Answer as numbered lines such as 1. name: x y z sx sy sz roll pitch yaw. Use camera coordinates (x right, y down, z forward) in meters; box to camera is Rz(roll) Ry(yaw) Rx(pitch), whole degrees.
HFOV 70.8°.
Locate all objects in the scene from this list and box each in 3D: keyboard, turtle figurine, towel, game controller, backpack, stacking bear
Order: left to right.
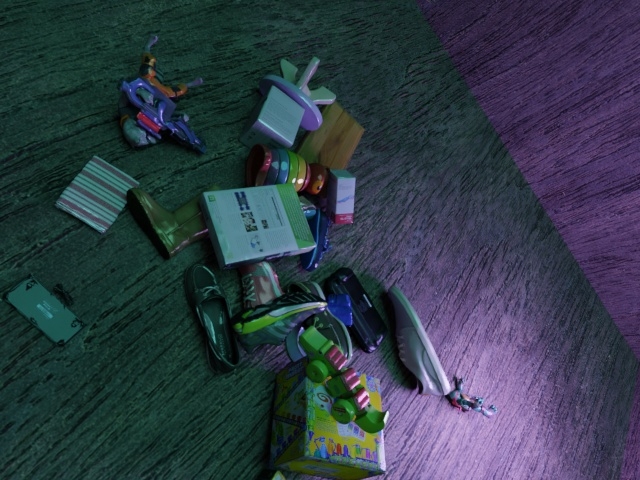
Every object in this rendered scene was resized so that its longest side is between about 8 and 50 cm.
1. keyboard: -0.656 0.161 1.095 0.180 0.023 0.108 48 56 -13
2. towel: -0.612 -0.130 1.248 0.144 0.029 0.197 36 51 -22
3. stacking bear: -0.103 -0.234 1.586 0.288 0.176 0.164 7 31 -29
4. backpack: 0.046 0.236 1.547 0.098 0.120 0.101 -77 163 -78
5. game controller: 0.137 0.254 1.669 0.319 0.067 0.166 59 34 -4
6. turtle figurine: 0.600 0.641 1.833 0.234 0.118 0.175 34 13 -25

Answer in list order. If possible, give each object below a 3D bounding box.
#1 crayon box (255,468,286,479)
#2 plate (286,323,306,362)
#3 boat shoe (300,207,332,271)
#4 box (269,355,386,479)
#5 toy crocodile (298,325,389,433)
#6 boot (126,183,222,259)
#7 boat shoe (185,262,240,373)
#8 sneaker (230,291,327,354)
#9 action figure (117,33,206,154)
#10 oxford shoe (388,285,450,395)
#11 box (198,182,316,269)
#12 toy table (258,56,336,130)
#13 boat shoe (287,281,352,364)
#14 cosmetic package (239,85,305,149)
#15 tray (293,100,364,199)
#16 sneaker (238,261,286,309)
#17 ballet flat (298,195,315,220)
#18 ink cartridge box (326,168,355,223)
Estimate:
1. crayon box: -0.105 0.821 1.216 0.203 0.083 0.323 -40 97 -41
2. plate: -0.031 0.341 1.513 0.188 0.024 0.188 17 62 -34
3. boat shoe: 0.000 0.000 1.626 0.089 0.109 0.259 31 57 -29
4. box: 0.025 0.533 1.339 0.289 0.177 0.279 27 44 -27
5. toy crocodile: 0.058 0.389 1.263 0.115 0.105 0.341 -25 78 -51
6. boot: -0.411 -0.100 1.355 0.269 0.089 0.236 -41 113 -40
7. boat shoe: -0.300 0.215 1.303 0.112 0.095 0.336 -10 79 -40
8. sneaker: -0.115 0.239 1.341 0.299 0.111 0.122 -15 110 -21
9. action figure: -0.497 -0.411 1.407 0.341 0.178 0.331 50 50 -47
10. oxford shoe: 0.348 0.391 1.723 0.129 0.169 0.450 -24 84 3
11. box: -0.188 -0.052 1.392 0.321 0.058 0.233 -11 74 -34
12. toy table: -0.080 -0.565 1.724 0.274 0.252 0.161 40 66 -12
13. boat shoe: -0.010 0.257 1.436 0.096 0.117 0.325 14 35 -43
14. cosmetic package: -0.174 -0.418 1.629 0.151 0.151 0.184 31 54 -24
15. tray: 0.032 -0.383 1.830 0.202 0.076 0.411 39 53 -19
16. sneaker: -0.190 0.167 1.399 0.136 0.115 0.314 -37 96 -40
17. ballet flat: -0.156 -0.102 1.562 0.315 0.108 0.106 -11 59 -46
18. ink cartridge box: 0.073 -0.164 1.662 0.072 0.127 0.175 -3 114 -14
